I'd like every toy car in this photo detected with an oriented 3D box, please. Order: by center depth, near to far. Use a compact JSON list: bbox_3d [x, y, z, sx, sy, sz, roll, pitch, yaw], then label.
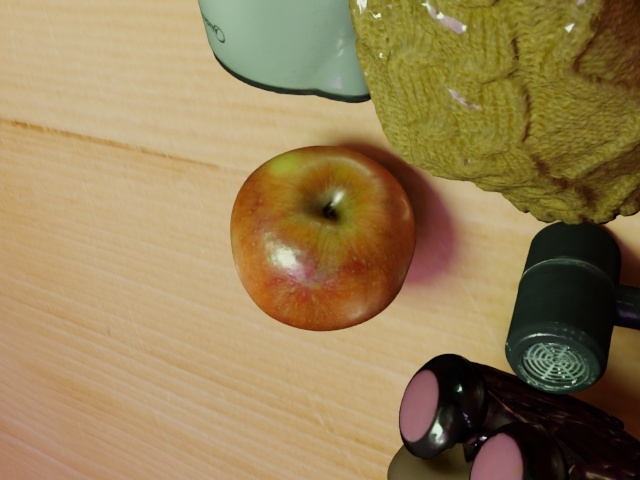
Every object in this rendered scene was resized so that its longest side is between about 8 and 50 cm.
[{"bbox_3d":[0.175,0.244,0.623,0.271,0.240,0.341,20,-174,-19],"label":"toy car"}]

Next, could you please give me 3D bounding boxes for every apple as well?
[{"bbox_3d":[0.000,0.000,0.726,0.163,0.163,0.139,36,154,12],"label":"apple"}]

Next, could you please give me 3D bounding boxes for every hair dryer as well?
[{"bbox_3d":[0.250,0.064,0.606,0.219,0.124,0.071,12,135,13],"label":"hair dryer"}]

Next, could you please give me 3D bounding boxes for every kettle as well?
[{"bbox_3d":[-0.024,-0.234,0.555,0.221,0.161,0.236,45,149,34],"label":"kettle"}]

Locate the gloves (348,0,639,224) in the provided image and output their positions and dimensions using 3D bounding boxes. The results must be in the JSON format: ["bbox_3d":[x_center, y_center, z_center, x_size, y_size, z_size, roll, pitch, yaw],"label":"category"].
[{"bbox_3d":[0.116,-0.110,0.436,0.203,0.155,0.356,-2,151,29],"label":"gloves"}]
